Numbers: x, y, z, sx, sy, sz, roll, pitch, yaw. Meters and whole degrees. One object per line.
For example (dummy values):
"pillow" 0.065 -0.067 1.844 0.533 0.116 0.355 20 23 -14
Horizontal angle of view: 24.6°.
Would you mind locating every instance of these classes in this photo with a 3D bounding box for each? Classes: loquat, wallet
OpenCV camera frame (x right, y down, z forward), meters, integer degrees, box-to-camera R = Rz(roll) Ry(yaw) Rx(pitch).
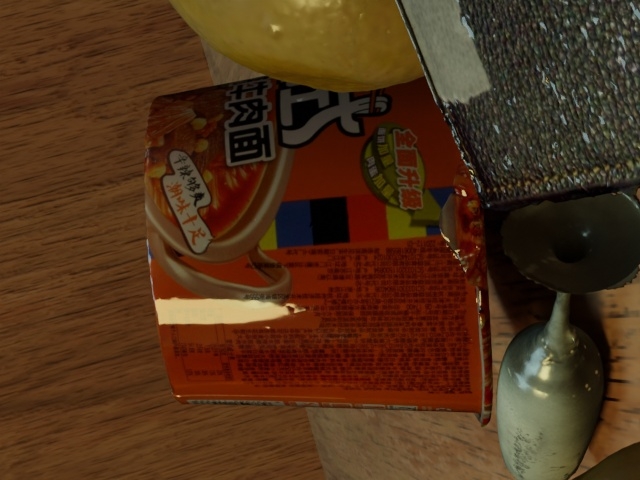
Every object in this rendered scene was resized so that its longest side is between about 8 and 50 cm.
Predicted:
"loquat" 0.006 -0.174 0.728 0.213 0.213 0.213 164 90 -82
"wallet" 0.091 -0.125 0.477 0.262 0.071 0.221 -13 103 64

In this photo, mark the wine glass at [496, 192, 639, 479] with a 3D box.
"wine glass" 0.130 0.067 0.813 0.262 0.074 0.074 84 168 -57

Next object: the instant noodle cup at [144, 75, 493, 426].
"instant noodle cup" 0.000 0.000 0.920 0.250 0.192 0.250 -5 -90 -88

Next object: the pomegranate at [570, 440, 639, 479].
"pomegranate" 0.146 0.165 0.481 0.215 0.215 0.215 164 90 -82
